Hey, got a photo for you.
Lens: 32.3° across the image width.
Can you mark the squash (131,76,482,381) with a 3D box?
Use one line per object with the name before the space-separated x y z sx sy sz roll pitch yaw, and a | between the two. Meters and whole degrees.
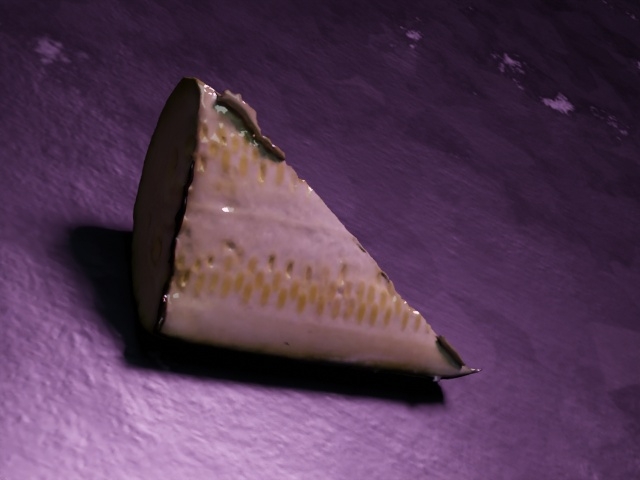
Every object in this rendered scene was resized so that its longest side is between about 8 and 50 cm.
squash | 0.000 0.000 0.768 0.252 0.169 0.093 11 -4 -29
